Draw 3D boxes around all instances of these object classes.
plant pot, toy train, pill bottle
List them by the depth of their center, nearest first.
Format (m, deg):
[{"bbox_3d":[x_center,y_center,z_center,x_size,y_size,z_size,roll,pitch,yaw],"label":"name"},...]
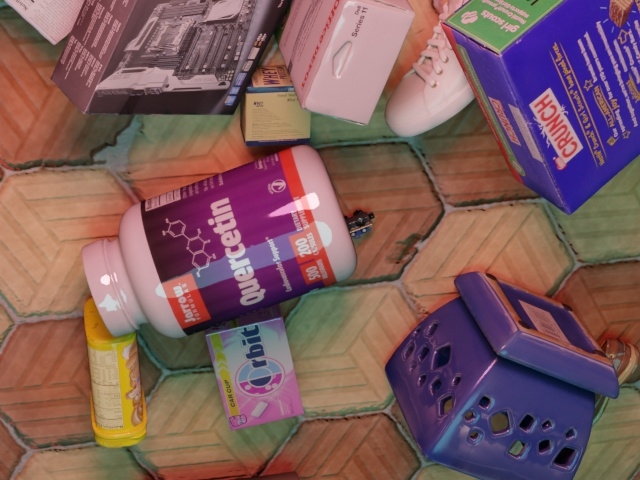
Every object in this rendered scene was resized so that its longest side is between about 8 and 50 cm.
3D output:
[{"bbox_3d":[-0.127,0.011,1.868,0.323,0.181,0.181,-20,125,1],"label":"pill bottle"},{"bbox_3d":[0.000,0.000,1.981,0.158,0.027,0.036,-22,128,3],"label":"toy train"},{"bbox_3d":[0.257,0.188,2.041,0.236,0.236,0.212,23,110,-23],"label":"plant pot"}]

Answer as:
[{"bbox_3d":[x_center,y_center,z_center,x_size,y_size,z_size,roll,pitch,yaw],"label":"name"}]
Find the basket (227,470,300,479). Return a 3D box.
[{"bbox_3d":[-0.129,0.427,2.166,0.227,0.154,0.204,-13,126,-8],"label":"basket"}]

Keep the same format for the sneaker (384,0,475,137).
[{"bbox_3d":[0.167,-0.257,1.801,0.290,0.106,0.123,-45,128,5],"label":"sneaker"}]

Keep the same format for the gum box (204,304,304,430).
[{"bbox_3d":[-0.092,0.173,2.054,0.107,0.062,0.188,-13,124,-3],"label":"gum box"}]

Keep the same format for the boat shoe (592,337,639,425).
[{"bbox_3d":[0.396,0.216,2.189,0.060,0.064,0.178,27,108,-21],"label":"boat shoe"}]

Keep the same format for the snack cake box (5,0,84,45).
[{"bbox_3d":[-0.333,-0.363,1.635,0.152,0.089,0.264,-37,122,15],"label":"snack cake box"}]

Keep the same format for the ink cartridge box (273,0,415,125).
[{"bbox_3d":[0.023,-0.249,1.711,0.087,0.208,0.153,13,120,-20],"label":"ink cartridge box"}]

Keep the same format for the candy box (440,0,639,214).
[{"bbox_3d":[0.333,-0.235,1.757,0.317,0.122,0.268,-40,131,-11],"label":"candy box"}]

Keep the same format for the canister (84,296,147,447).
[{"bbox_3d":[-0.274,0.171,1.978,0.073,0.126,0.170,-5,122,-8],"label":"canister"}]

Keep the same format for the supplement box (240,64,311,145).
[{"bbox_3d":[-0.056,-0.168,1.840,0.083,0.056,0.083,-4,124,-10],"label":"supplement box"}]

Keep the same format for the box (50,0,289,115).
[{"bbox_3d":[-0.138,-0.285,1.664,0.242,0.076,0.307,-5,132,-51],"label":"box"}]
